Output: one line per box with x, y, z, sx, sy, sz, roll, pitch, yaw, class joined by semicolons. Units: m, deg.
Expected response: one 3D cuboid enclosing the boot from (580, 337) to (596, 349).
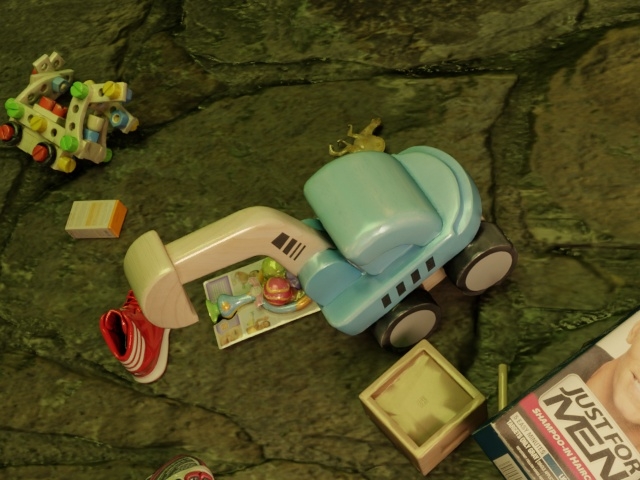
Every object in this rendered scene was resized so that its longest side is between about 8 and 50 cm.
0.334;0.234;1.480;0.106;0.082;0.219;-3;60;18;boot

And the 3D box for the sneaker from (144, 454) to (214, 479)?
-0.269;0.440;1.595;0.299;0.121;0.112;-40;24;-4;sneaker

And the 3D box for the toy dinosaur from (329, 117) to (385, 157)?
0.065;-0.145;1.853;0.092;0.053;0.183;-5;57;18;toy dinosaur

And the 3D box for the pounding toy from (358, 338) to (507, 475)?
0.192;0.245;1.532;0.181;0.094;0.206;-40;62;-11;pounding toy

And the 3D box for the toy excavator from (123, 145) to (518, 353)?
0.000;0.000;1.548;0.433;0.445;0.222;-40;52;11;toy excavator

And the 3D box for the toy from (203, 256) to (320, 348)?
-0.077;0.070;1.773;0.237;0.056;0.137;-24;54;7;toy

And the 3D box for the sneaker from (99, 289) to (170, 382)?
-0.296;0.111;1.793;0.087;0.128;0.221;-14;56;13;sneaker

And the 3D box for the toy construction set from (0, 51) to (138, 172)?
-0.496;-0.250;2.096;0.327;0.151;0.215;33;100;43;toy construction set

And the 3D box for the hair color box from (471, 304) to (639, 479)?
0.384;0.207;1.381;0.347;0.105;0.174;-34;79;-16;hair color box

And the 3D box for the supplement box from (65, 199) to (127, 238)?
-0.410;-0.039;1.994;0.098;0.036;0.062;-1;59;22;supplement box
